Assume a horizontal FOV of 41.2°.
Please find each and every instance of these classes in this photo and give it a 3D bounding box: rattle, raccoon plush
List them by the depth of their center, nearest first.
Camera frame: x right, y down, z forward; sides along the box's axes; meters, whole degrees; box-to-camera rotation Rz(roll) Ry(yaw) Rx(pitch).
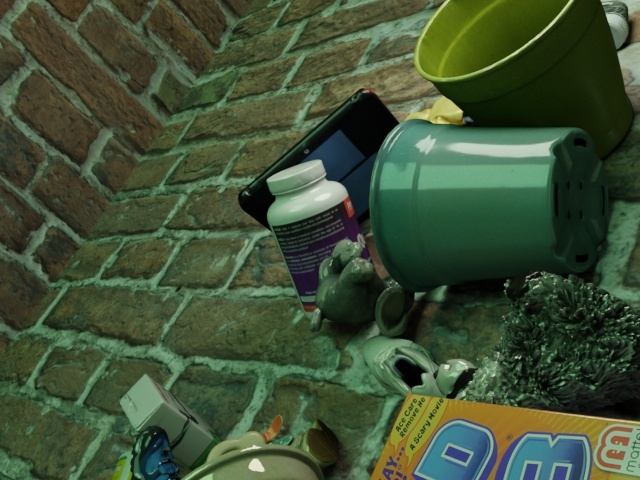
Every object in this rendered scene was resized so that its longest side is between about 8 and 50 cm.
[{"bbox_3d":[0.373,0.227,1.208,0.446,0.216,0.299,10,68,43],"label":"raccoon plush"},{"bbox_3d":[-0.150,0.462,1.757,0.130,0.143,0.200,26,53,25],"label":"rattle"}]

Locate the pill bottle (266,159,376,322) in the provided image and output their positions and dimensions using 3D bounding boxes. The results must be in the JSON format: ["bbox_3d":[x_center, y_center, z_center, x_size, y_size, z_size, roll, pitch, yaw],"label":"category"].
[{"bbox_3d":[0.000,0.000,1.816,0.181,0.323,0.181,-19,13,5],"label":"pill bottle"}]

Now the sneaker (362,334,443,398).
[{"bbox_3d":[0.158,0.232,1.566,0.111,0.129,0.297,-51,30,-7],"label":"sneaker"}]

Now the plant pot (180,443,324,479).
[{"bbox_3d":[-0.079,0.550,1.329,0.334,0.334,0.305,-43,42,3],"label":"plant pot"}]

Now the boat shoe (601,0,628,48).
[{"bbox_3d":[0.552,-0.470,1.972,0.335,0.121,0.119,-1,43,36],"label":"boat shoe"}]

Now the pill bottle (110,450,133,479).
[{"bbox_3d":[-0.413,0.575,1.850,0.117,0.117,0.209,-24,36,31],"label":"pill bottle"}]

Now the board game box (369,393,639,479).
[{"bbox_3d":[0.260,0.434,0.978,0.356,0.356,0.356,-3,50,48],"label":"board game box"}]

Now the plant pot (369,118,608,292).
[{"bbox_3d":[0.322,-0.070,1.566,0.334,0.341,0.341,-1,51,40],"label":"plant pot"}]

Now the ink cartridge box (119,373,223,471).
[{"bbox_3d":[-0.322,0.403,1.856,0.087,0.208,0.153,-48,31,-6],"label":"ink cartridge box"}]

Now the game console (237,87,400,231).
[{"bbox_3d":[0.038,-0.140,1.961,0.386,0.342,0.060,-40,56,8],"label":"game console"}]

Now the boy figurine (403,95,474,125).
[{"bbox_3d":[0.324,-0.297,2.040,0.285,0.092,0.177,-20,39,37],"label":"boy figurine"}]

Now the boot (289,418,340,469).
[{"bbox_3d":[-0.045,0.422,1.572,0.165,0.077,0.213,-46,-3,2],"label":"boot"}]

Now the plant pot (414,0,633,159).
[{"bbox_3d":[0.432,-0.325,1.684,0.366,0.353,0.367,-30,34,23],"label":"plant pot"}]

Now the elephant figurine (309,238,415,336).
[{"bbox_3d":[0.117,0.114,1.689,0.186,0.239,0.169,-46,29,26],"label":"elephant figurine"}]

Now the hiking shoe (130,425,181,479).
[{"bbox_3d":[-0.288,0.517,1.697,0.132,0.113,0.304,-14,82,24],"label":"hiking shoe"}]
